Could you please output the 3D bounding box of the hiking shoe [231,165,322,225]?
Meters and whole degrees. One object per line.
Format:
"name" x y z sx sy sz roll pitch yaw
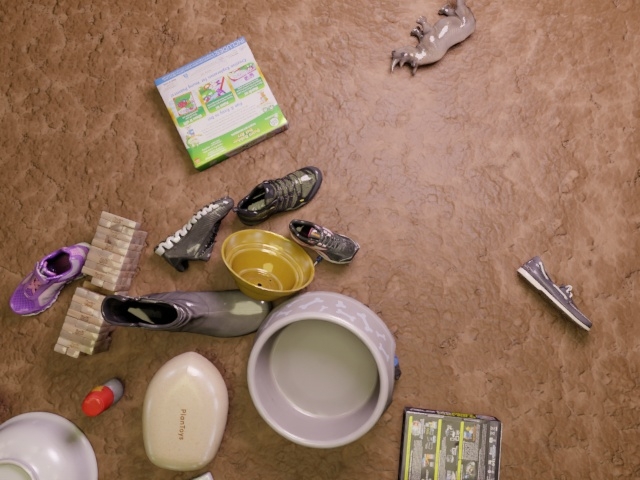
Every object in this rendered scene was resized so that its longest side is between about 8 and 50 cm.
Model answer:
"hiking shoe" -0.095 -0.106 1.337 0.227 0.114 0.086 -31 84 -1

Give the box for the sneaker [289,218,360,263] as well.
"sneaker" 0.000 0.000 1.321 0.178 0.077 0.071 18 80 18

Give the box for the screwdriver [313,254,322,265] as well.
"screwdriver" -0.017 0.061 1.361 0.024 0.025 0.170 40 85 6

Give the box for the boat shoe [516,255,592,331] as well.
"boat shoe" 0.547 0.120 1.305 0.206 0.075 0.065 44 91 11

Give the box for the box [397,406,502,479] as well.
"box" 0.285 0.525 1.284 0.217 0.060 0.269 5 84 4

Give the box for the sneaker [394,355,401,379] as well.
"sneaker" 0.111 0.312 1.314 0.152 0.058 0.084 -19 75 -6

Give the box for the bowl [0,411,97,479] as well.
"bowl" -0.674 0.549 1.292 0.298 0.134 0.297 0 84 2

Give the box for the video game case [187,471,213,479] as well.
"video game case" -0.311 0.680 1.314 0.207 0.026 0.226 -22 84 1

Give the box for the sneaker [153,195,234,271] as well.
"sneaker" -0.278 -0.009 1.349 0.234 0.078 0.106 -37 93 14

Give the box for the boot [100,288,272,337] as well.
"boot" -0.285 0.165 1.265 0.339 0.222 0.118 -4 83 2

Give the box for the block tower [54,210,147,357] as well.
"block tower" -0.510 0.107 1.349 0.091 0.097 0.335 18 87 4

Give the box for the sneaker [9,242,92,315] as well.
"sneaker" -0.646 0.088 1.351 0.236 0.104 0.095 -39 85 0

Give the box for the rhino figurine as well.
"rhino figurine" 0.268 -0.486 1.380 0.243 0.073 0.106 -38 81 0

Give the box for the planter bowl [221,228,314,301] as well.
"planter bowl" -0.130 0.074 1.311 0.217 0.217 0.090 26 124 5

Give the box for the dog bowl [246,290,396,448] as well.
"dog bowl" -0.001 0.292 1.253 0.349 0.102 0.348 2 100 12

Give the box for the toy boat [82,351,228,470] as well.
"toy boat" -0.369 0.373 1.302 0.319 0.148 0.267 10 90 -4

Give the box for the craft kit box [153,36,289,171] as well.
"craft kit box" -0.240 -0.332 1.399 0.250 0.061 0.246 -26 81 0
